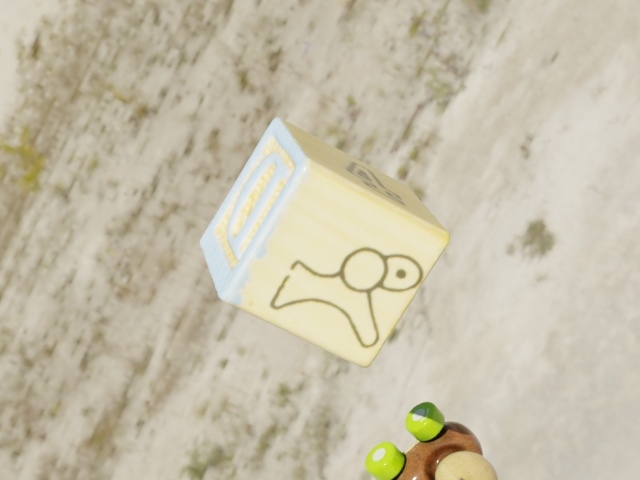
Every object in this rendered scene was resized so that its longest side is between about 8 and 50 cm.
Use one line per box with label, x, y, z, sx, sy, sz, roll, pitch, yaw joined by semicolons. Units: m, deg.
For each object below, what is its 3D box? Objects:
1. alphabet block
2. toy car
alphabet block;0.000;0.000;1.467;0.192;0.197;0.193;-57;22;13
toy car;0.175;0.328;1.669;0.149;0.155;0.188;-45;26;-4
